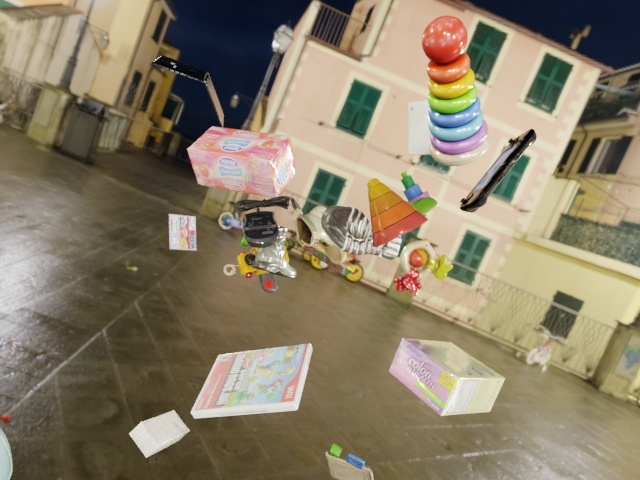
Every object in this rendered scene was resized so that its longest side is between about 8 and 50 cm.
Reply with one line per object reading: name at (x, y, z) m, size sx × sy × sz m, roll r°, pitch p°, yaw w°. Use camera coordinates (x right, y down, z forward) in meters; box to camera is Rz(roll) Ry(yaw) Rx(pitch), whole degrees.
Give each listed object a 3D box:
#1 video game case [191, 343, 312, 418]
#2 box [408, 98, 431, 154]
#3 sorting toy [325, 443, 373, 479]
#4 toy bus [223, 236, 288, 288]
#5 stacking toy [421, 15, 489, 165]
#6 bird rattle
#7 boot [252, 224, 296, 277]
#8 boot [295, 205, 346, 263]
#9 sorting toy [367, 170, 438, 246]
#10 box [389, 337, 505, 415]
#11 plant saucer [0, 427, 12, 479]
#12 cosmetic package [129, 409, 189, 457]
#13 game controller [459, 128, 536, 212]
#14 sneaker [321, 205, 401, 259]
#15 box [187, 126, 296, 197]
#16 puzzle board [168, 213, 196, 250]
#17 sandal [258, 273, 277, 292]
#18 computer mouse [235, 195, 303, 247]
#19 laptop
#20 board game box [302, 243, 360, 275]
video game case at (-0.173, 0.361, 1.176) m, size 0.284 × 0.025 × 0.204 m, roll -11°, pitch 28°, yaw 17°
box at (0.401, -0.384, 1.534) m, size 0.119 × 0.182 × 0.180 m, roll -11°, pitch 15°, yaw -37°
sorting toy at (0.119, 0.880, 1.738) m, size 0.195 × 0.348 × 0.047 m, roll 12°, pitch 43°, yaw 24°
toy bus at (-0.217, 0.066, 1.645) m, size 0.190 × 0.202 × 0.104 m, roll 32°, pitch -36°, yaw -8°
stacking toy at (0.290, -0.329, 0.999) m, size 0.141 × 0.141 × 0.330 m, roll 27°, pitch -26°, yaw 39°
bird rattle at (0.414, 0.106, 1.938) m, size 0.253 × 0.207 × 0.143 m, roll -22°, pitch 8°, yaw -6°
boot at (-0.131, 0.033, 1.504) m, size 0.083 × 0.161 × 0.246 m, roll 10°, pitch -9°, yaw 24°
boot at (0.000, 0.000, 1.509) m, size 0.077 × 0.213 × 0.165 m, roll -20°, pitch 6°, yaw 30°
sorting toy at (0.174, -0.097, 1.008) m, size 0.126 × 0.127 × 0.365 m, roll 61°, pitch 26°, yaw -3°
box at (0.368, 0.394, 1.328) m, size 0.242 × 0.118 × 0.213 m, roll 15°, pitch 11°, yaw -38°
plant saucer at (-0.591, 0.335, 0.758) m, size 0.194 × 0.195 × 0.037 m, roll 22°, pitch 22°, yaw 0°
cosmetic package at (-0.542, 0.652, 1.543) m, size 0.099 × 0.060 × 0.239 m, roll 48°, pitch -2°, yaw 14°
game controller at (0.572, -0.224, 1.470) m, size 0.067 × 0.319 × 0.166 m, roll 38°, pitch -4°, yaw 9°
sneaker at (0.067, -0.019, 1.160) m, size 0.281 × 0.107 × 0.162 m, roll 24°, pitch -6°, yaw -42°
box at (-0.247, -0.252, 1.447) m, size 0.299 × 0.142 × 0.154 m, roll 12°, pitch 46°, yaw 21°
puzzle board at (-0.488, -0.029, 1.610) m, size 0.096 × 0.128 × 0.011 m, roll 5°, pitch -17°, yaw -37°
sandal at (-0.240, 0.105, 1.863) m, size 0.097 × 0.054 × 0.255 m, roll 27°, pitch 38°, yaw -41°
computer mouse at (-0.133, -0.047, 1.275) m, size 0.183 × 0.060 × 0.262 m, roll -9°, pitch 31°, yaw -13°
laptop at (-0.447, -0.518, 1.572) m, size 0.264 × 0.137 × 0.234 m, roll 15°, pitch 22°, yaw -18°
board game box at (0.044, 0.079, 1.972) m, size 0.259 × 0.039 × 0.124 m, roll 30°, pitch -17°, yaw -4°
